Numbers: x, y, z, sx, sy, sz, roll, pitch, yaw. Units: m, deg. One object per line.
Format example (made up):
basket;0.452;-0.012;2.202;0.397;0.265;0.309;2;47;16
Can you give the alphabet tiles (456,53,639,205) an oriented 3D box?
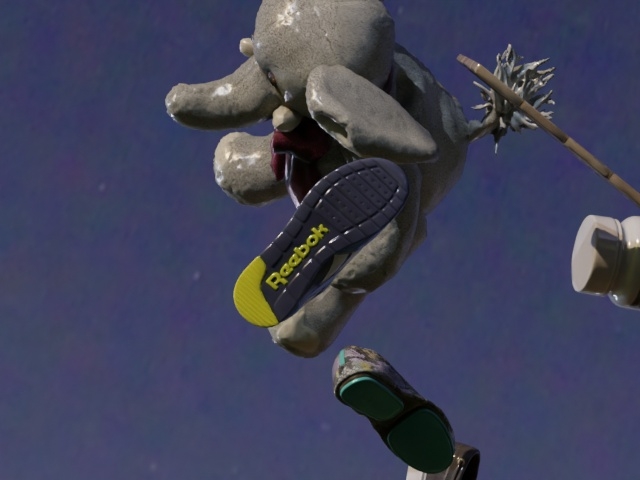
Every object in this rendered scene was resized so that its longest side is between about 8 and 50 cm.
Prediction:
alphabet tiles;0.197;-0.057;1.346;0.237;0.198;0.009;39;-84;-4

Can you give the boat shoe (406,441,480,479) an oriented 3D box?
boat shoe;0.124;0.313;1.849;0.076;0.228;0.080;2;-14;28

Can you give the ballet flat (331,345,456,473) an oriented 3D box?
ballet flat;0.043;0.094;1.066;0.041;0.041;0.114;-15;-40;29

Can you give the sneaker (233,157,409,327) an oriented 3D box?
sneaker;0.000;0.000;1.237;0.053;0.144;0.059;48;-1;9

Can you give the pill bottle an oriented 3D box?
pill bottle;0.281;0.022;1.516;0.137;0.078;0.078;10;-44;-9

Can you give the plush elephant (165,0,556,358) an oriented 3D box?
plush elephant;0.002;-0.110;1.522;0.330;0.272;0.255;-32;-46;20
